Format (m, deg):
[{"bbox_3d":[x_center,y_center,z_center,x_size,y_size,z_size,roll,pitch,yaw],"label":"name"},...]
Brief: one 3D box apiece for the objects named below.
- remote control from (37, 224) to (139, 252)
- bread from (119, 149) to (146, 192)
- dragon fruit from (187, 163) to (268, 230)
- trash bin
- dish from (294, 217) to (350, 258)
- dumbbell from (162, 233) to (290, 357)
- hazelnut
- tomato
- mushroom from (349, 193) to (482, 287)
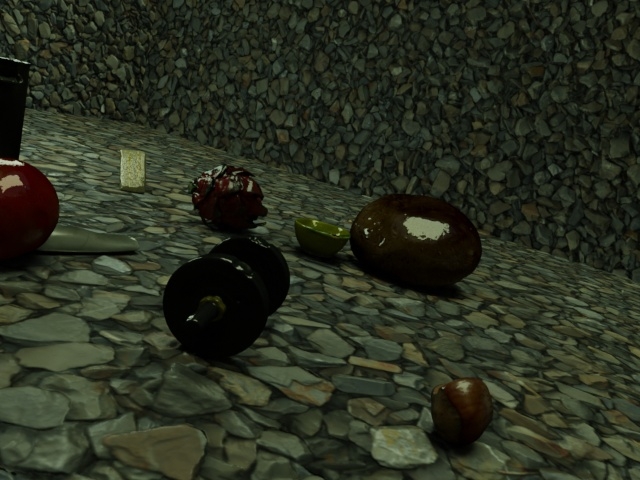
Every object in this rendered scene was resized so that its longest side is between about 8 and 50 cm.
[{"bbox_3d":[-0.451,-0.006,1.019,0.229,0.044,0.073,1,15,-45],"label":"remote control"},{"bbox_3d":[-0.563,-0.210,1.655,0.077,0.105,0.152,2,15,-22],"label":"bread"},{"bbox_3d":[-0.239,-0.113,1.455,0.182,0.182,0.189,24,17,36],"label":"dragon fruit"},{"bbox_3d":[-0.766,-0.265,1.204,0.252,0.301,0.203,21,14,24],"label":"trash bin"},{"bbox_3d":[0.000,0.000,1.433,0.149,0.080,0.208,10,12,-19],"label":"dish"},{"bbox_3d":[-0.129,0.074,0.807,0.143,0.143,0.325,16,13,5],"label":"dumbbell"},{"bbox_3d":[0.176,0.211,0.685,0.086,0.086,0.086,14,12,-3],"label":"hazelnut"},{"bbox_3d":[-0.519,-0.054,0.877,0.195,0.136,0.195,-1,35,1],"label":"tomato"},{"bbox_3d":[0.243,-0.008,1.454,0.345,0.239,0.345,-8,5,1],"label":"mushroom"}]
